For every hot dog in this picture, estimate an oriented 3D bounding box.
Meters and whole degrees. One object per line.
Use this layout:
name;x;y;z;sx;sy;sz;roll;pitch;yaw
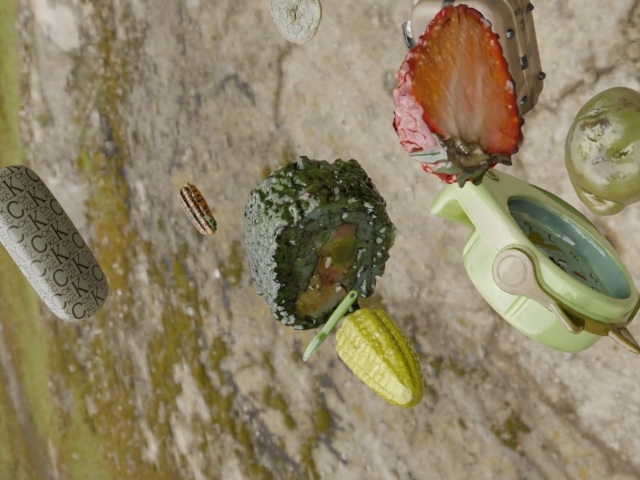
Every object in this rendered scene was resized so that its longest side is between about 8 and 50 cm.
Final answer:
hot dog;-0.247;-0.062;1.808;0.122;0.049;0.037;55;-173;12

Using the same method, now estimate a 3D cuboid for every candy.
candy;0.102;0.187;1.377;0.106;0.094;0.199;-60;33;13

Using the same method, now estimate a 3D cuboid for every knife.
knife;0.018;0.174;1.833;0.184;0.022;0.026;-54;2;7

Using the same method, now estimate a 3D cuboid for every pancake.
pancake;-0.050;-0.498;1.920;0.158;0.028;0.158;19;117;42

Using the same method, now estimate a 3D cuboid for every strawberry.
strawberry;0.157;-0.178;1.133;0.111;0.190;0.236;-31;43;52

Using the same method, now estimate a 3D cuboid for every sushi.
sushi;0.000;0.000;1.857;0.352;0.294;0.178;91;155;-42

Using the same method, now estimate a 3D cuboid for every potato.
potato;0.617;-0.176;1.912;0.218;0.202;0.351;44;168;18

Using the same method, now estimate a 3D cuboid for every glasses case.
glasses case;-0.566;0.008;1.858;0.085;0.137;0.355;-10;117;44

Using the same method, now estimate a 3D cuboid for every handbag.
handbag;0.279;-0.373;1.754;0.283;0.149;0.302;18;147;36

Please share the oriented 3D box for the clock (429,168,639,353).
clock;0.336;0.042;1.353;0.117;0.286;0.348;-54;35;27
